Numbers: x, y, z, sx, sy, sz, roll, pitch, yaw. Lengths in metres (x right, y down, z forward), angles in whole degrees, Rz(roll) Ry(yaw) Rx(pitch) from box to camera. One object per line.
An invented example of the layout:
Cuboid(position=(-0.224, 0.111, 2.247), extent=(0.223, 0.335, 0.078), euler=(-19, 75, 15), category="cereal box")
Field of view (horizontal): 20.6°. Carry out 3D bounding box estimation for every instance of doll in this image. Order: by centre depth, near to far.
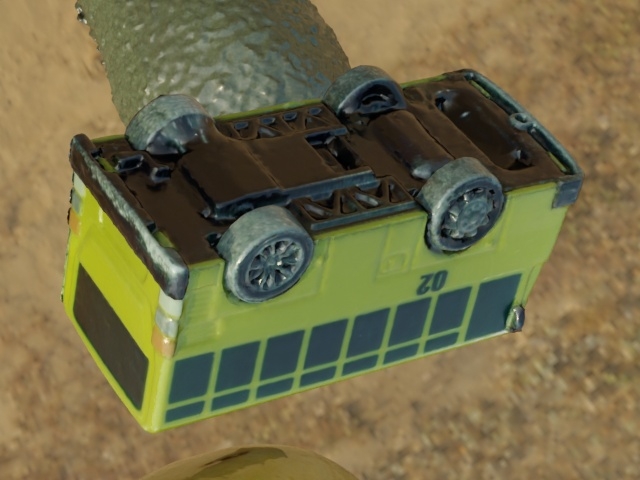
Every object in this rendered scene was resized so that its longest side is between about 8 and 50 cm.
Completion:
Cuboid(position=(-0.119, -0.189, 1.796), extent=(0.247, 0.349, 0.247), euler=(-34, 167, -9), category="doll")

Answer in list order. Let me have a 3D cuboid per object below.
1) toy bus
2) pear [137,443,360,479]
Cuboid(position=(0.000, 0.000, 0.964), extent=(0.262, 0.128, 0.150), euler=(-13, 134, -30), category="toy bus")
Cuboid(position=(-0.064, 0.303, 1.336), extent=(0.309, 0.309, 0.309), euler=(-14, 130, -17), category="pear")
